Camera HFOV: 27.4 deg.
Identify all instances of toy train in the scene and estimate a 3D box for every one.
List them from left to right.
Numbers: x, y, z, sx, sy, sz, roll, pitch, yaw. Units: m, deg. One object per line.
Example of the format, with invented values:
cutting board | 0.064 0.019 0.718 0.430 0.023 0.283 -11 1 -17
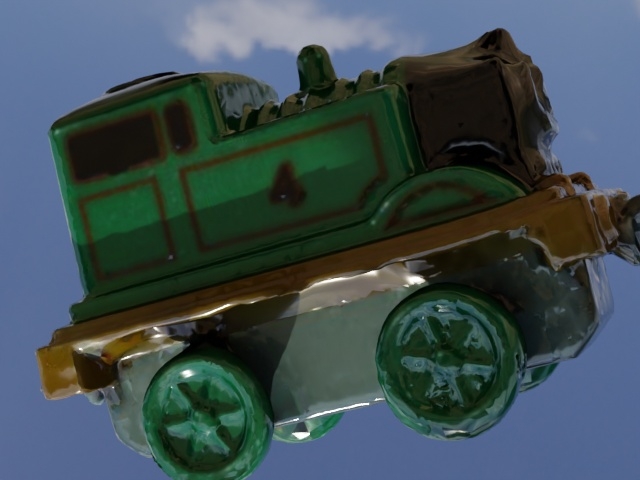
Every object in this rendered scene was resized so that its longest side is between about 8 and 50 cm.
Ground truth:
toy train | 0.000 0.000 0.424 0.227 0.136 0.091 -18 177 20
